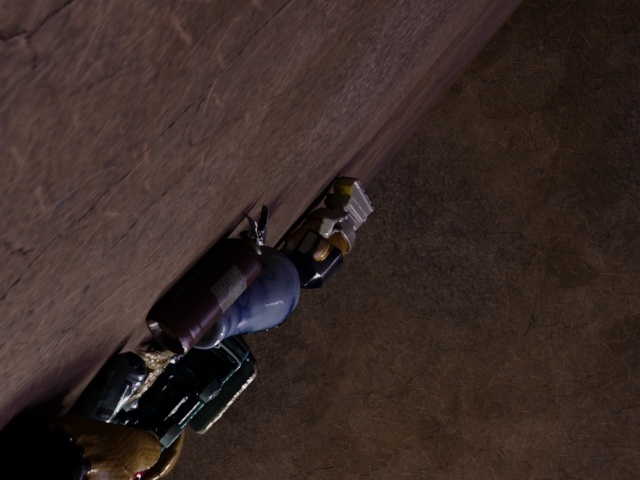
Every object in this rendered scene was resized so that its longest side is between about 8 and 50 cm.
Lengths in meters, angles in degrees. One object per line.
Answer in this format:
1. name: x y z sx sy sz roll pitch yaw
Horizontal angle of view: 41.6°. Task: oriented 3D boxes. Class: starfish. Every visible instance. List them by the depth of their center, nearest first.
1. starfish: -0.266 0.200 1.355 0.138 0.050 0.247 -45 172 -41

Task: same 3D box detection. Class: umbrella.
1. umbrella: -0.316 0.248 1.146 0.250 0.053 0.052 -51 178 18

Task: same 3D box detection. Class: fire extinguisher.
1. fire extinguisher: -0.140 0.046 1.156 0.231 0.071 0.099 -49 149 -28

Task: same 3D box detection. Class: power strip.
1. power strip: -0.233 0.250 1.674 0.198 0.065 0.213 -51 -139 12

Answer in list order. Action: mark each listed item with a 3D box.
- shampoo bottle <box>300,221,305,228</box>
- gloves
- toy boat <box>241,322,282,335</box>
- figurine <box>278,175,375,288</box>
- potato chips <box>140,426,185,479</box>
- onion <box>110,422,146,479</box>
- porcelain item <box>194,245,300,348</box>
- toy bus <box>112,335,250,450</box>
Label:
1. shampoo bottle: -0.058 0.000 2.110 0.137 0.027 0.048 -51 175 34
2. gloves: -0.297 0.293 1.005 0.203 0.155 0.356 -57 162 -16
3. toy boat: -0.146 0.138 1.973 0.134 0.092 0.299 -16 -171 5
4. figurine: 0.003 0.000 1.934 0.308 0.143 0.308 -56 163 -28
5. potato chips: -0.337 0.407 1.701 0.208 0.062 0.195 -11 -128 42
6. onion: -0.370 0.355 1.399 0.150 0.140 0.150 -18 125 -27
7. porcelain item: -0.123 0.088 1.339 0.141 0.141 0.259 -51 168 27
8. toy bus: -0.252 0.259 1.553 0.256 0.128 0.147 -48 180 12
